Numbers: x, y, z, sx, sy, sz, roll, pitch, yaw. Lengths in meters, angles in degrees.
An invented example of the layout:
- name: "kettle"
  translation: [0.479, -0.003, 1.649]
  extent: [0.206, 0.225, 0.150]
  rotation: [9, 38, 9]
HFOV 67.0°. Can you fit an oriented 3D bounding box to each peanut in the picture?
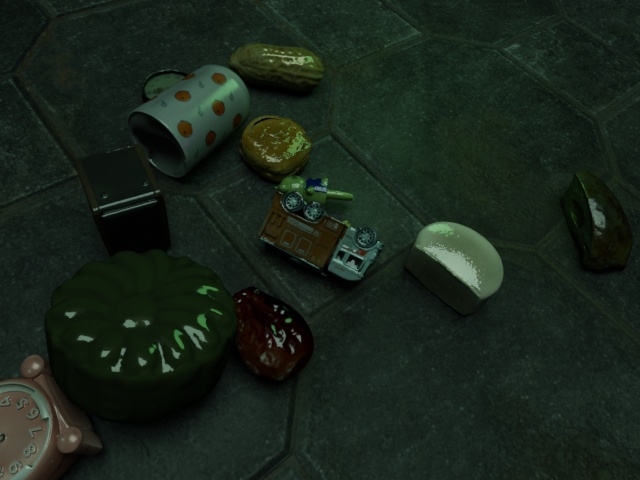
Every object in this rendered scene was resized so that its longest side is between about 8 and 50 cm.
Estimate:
- name: "peanut"
  translation: [-0.150, -0.585, 1.619]
  extent: [0.325, 0.140, 0.153]
  rotation: [9, 37, 1]

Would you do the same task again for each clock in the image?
- name: "clock"
  translation: [-0.477, -0.477, 1.543]
  extent: [0.185, 0.040, 0.184]
  rotation: [5, 56, -7]
- name: "clock"
  translation: [-0.573, 0.379, 0.911]
  extent: [0.241, 0.142, 0.227]
  rotation: [-36, 66, -18]

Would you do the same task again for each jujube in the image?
- name: "jujube"
  translation: [-0.121, 0.203, 1.090]
  extent: [0.168, 0.168, 0.236]
  rotation: [-29, 63, -26]

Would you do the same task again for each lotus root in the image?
- name: "lotus root"
  translation: [0.845, -0.070, 1.453]
  extent: [0.210, 0.142, 0.314]
  rotation: [-5, 59, -15]

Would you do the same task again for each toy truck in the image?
- name: "toy truck"
  translation: [0.000, 0.000, 1.246]
  extent: [0.306, 0.136, 0.162]
  rotation: [27, 87, 8]

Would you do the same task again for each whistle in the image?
- name: "whistle"
  translation: [-0.020, -0.137, 1.365]
  extent: [0.228, 0.105, 0.085]
  rotation: [5, 92, -3]

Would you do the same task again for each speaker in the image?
- name: "speaker"
  translation: [-0.468, -0.081, 1.166]
  extent: [0.153, 0.230, 0.192]
  rotation: [-21, 62, -22]

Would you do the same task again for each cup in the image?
- name: "cup"
  translation: [-0.354, -0.355, 1.382]
  extent: [0.212, 0.212, 0.317]
  rotation: [32, 57, 11]

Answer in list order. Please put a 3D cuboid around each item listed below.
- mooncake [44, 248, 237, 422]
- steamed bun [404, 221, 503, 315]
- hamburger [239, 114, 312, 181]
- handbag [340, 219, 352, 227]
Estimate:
- name: "mooncake"
  translation: [-0.353, 0.175, 0.978]
  extent: [0.357, 0.194, 0.356]
  rotation: [13, 31, -8]
- name: "steamed bun"
  translation: [0.359, 0.059, 1.274]
  extent: [0.242, 0.146, 0.164]
  rotation: [42, 64, 16]
- name: "hamburger"
  translation: [-0.137, -0.275, 1.437]
  extent: [0.214, 0.108, 0.213]
  rotation: [7, 59, -11]
- name: "handbag"
  translation: [0.072, -0.015, 1.344]
  extent: [0.061, 0.027, 0.083]
  rotation: [-22, 62, -22]
